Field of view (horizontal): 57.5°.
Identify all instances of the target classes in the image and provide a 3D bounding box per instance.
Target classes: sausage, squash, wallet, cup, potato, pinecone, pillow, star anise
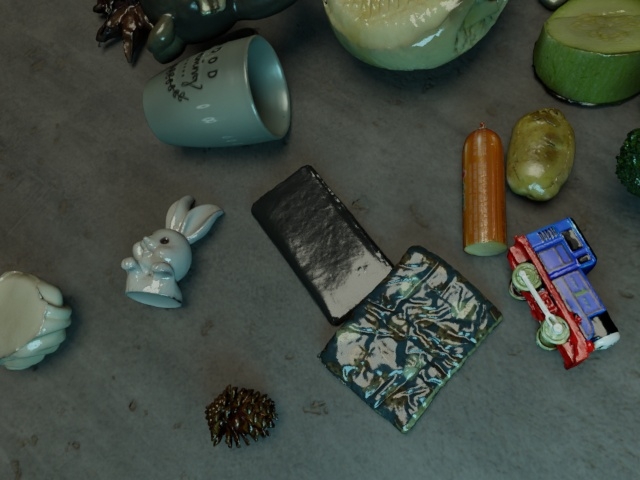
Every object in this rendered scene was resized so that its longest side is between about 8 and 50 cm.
[{"bbox_3d":[0.271,-0.093,0.971,0.071,0.071,0.234,-1,69,13],"label":"sausage"},{"bbox_3d":[0.478,-0.349,0.994,0.220,0.133,0.220,-6,62,12],"label":"squash"},{"bbox_3d":[0.000,0.000,1.022,0.146,0.030,0.285,-39,68,2],"label":"wallet"},{"bbox_3d":[-0.193,-0.295,1.107,0.234,0.186,0.257,-5,58,20],"label":"cup"},{"bbox_3d":[0.364,-0.145,0.965,0.107,0.080,0.170,12,74,28],"label":"potato"},{"bbox_3d":[-0.124,0.271,0.911,0.110,0.102,0.102,-13,67,-5],"label":"pinecone"},{"bbox_3d":[0.141,0.149,0.922,0.189,0.034,0.255,40,85,18],"label":"pillow"},{"bbox_3d":[-0.396,-0.522,1.276,0.272,0.102,0.271,-3,72,11],"label":"star anise"}]

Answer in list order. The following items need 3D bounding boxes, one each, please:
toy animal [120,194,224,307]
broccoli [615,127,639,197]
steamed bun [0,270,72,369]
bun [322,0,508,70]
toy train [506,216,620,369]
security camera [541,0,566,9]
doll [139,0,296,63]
[{"bbox_3d":[-0.267,0.001,1.036,0.104,0.131,0.220,3,67,30],"label":"toy animal"},{"bbox_3d":[0.573,-0.157,0.846,0.298,0.297,0.297,-13,27,8],"label":"broccoli"},{"bbox_3d":[-0.536,0.146,1.053,0.183,0.106,0.182,-4,73,12],"label":"steamed bun"},{"bbox_3d":[0.186,-0.470,1.060,0.365,0.202,0.364,-6,75,24],"label":"bun"},{"bbox_3d":[0.365,0.078,0.877,0.131,0.082,0.203,-23,67,2],"label":"toy train"},{"bbox_3d":[0.425,-0.476,1.097,0.058,0.058,0.092,-31,78,1],"label":"security camera"},{"bbox_3d":[-0.217,-0.542,1.095,0.379,0.252,0.382,-16,80,-14],"label":"doll"}]
